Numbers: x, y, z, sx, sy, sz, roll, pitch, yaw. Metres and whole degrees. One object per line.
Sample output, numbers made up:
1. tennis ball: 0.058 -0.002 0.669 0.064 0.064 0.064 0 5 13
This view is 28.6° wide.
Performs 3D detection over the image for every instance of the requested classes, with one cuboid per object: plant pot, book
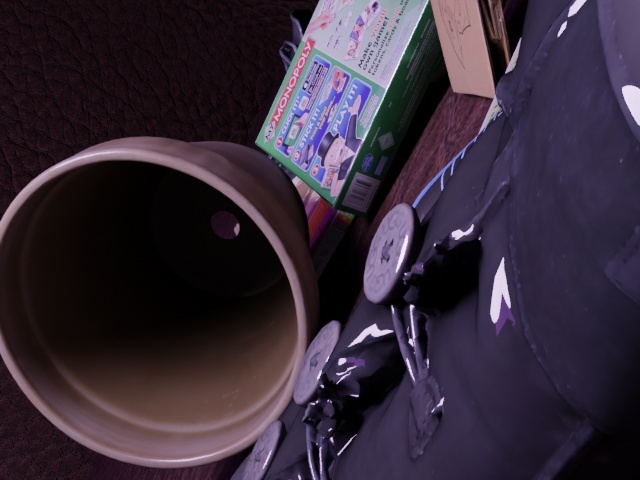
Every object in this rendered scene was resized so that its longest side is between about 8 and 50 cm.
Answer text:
1. plant pot: -0.134 0.027 1.294 0.323 0.323 0.280 -58 -2 23
2. book: 0.000 0.000 1.431 0.144 0.035 0.096 -60 12 15

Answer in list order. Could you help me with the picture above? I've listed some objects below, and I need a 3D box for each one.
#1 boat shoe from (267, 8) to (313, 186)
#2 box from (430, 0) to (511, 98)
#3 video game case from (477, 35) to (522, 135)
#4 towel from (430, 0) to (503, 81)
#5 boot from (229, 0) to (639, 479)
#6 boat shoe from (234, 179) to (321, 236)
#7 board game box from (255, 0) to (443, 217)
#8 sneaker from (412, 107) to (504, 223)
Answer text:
1. boat shoe: 0.013 -0.257 1.759 0.500 0.156 0.187 -60 10 18
2. box: 0.121 -0.203 1.066 0.201 0.021 0.164 -121 18 -80
3. video game case: 0.170 -0.128 0.872 0.212 0.023 0.193 -65 9 -16
4. towel: 0.153 -0.235 1.285 0.148 0.027 0.110 -49 15 56
5. boot: 0.086 0.001 0.549 0.367 0.146 0.445 -66 0 -45
6. boat shoe: -0.058 0.001 1.538 0.302 0.098 0.109 -60 9 9
7. board game box: 0.051 -0.207 1.327 0.317 0.046 0.213 -65 31 11
8. sneaker: 0.107 -0.024 0.715 0.232 0.081 0.090 -58 2 14
